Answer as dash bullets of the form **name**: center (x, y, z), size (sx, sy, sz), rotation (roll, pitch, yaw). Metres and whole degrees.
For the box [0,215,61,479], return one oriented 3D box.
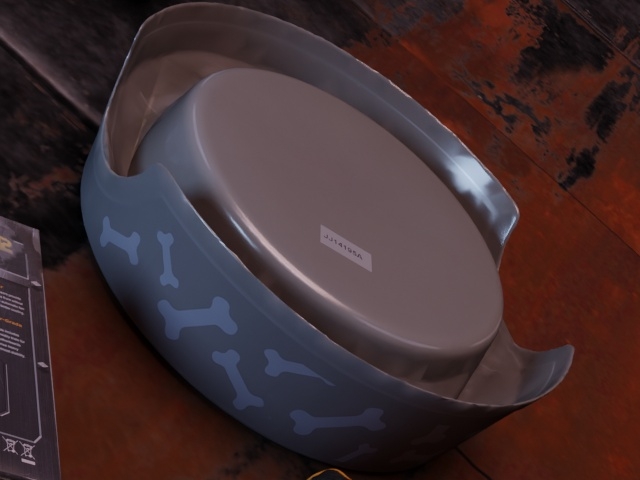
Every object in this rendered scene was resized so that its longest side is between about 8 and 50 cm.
- **box**: center (-0.237, 0.034, 0.701), size (0.231, 0.056, 0.183), rotation (22, 32, -31)

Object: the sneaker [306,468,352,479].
- **sneaker**: center (0.076, 0.183, 0.849), size (0.215, 0.084, 0.083), rotation (26, 27, -25)

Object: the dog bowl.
- **dog bowl**: center (0.000, 0.000, 0.994), size (0.349, 0.102, 0.349), rotation (29, 30, -19)
